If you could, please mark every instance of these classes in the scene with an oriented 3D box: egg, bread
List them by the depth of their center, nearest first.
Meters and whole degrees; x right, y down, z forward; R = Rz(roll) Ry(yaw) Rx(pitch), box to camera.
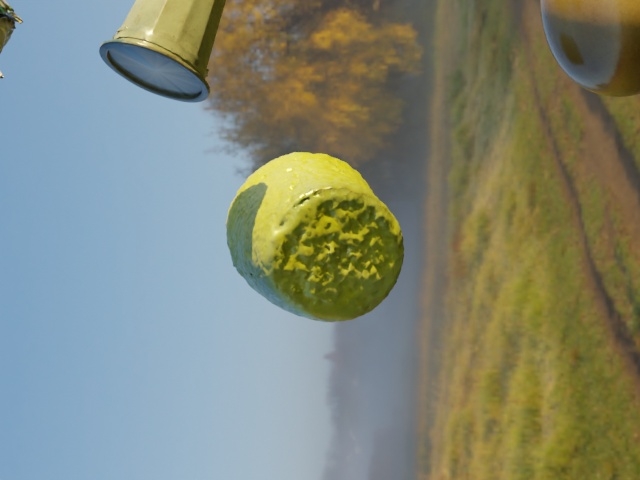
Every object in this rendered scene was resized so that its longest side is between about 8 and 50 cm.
[{"bbox_3d":[0.525,-0.415,1.557,0.323,0.250,0.250,62,-164,-19],"label":"egg"},{"bbox_3d":[0.000,0.000,1.791,0.308,0.348,0.348,-147,53,-66],"label":"bread"}]

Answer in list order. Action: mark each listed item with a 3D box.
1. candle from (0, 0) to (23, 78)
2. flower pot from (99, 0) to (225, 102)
[{"bbox_3d":[-0.654,-0.397,1.563,0.330,0.187,0.187,49,-179,8],"label":"candle"},{"bbox_3d":[-0.269,-0.385,1.588,0.212,0.212,0.203,74,-147,-69],"label":"flower pot"}]
